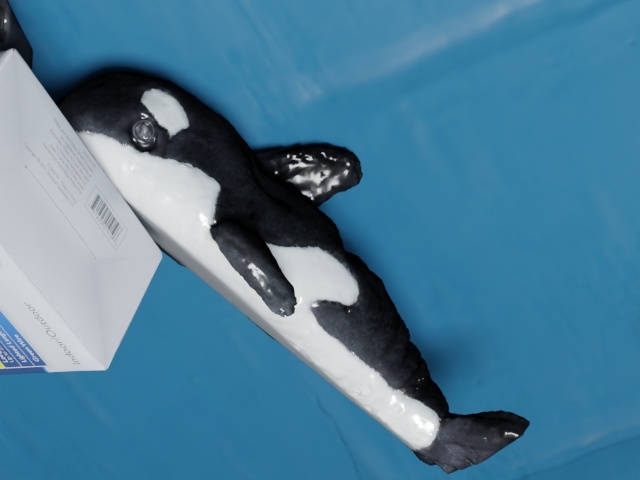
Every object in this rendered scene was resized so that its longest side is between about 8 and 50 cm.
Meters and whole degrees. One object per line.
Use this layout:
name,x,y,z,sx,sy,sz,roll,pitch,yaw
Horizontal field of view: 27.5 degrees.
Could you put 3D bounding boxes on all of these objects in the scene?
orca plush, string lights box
orca plush,0.000,0.000,0.670,0.287,0.151,0.102,39,81,-4
string lights box,-0.222,-0.001,0.627,0.260,0.077,0.133,-6,134,29

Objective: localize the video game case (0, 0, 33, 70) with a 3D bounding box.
video game case,-0.270,-0.110,0.510,0.275,0.035,0.248,3,169,-2
